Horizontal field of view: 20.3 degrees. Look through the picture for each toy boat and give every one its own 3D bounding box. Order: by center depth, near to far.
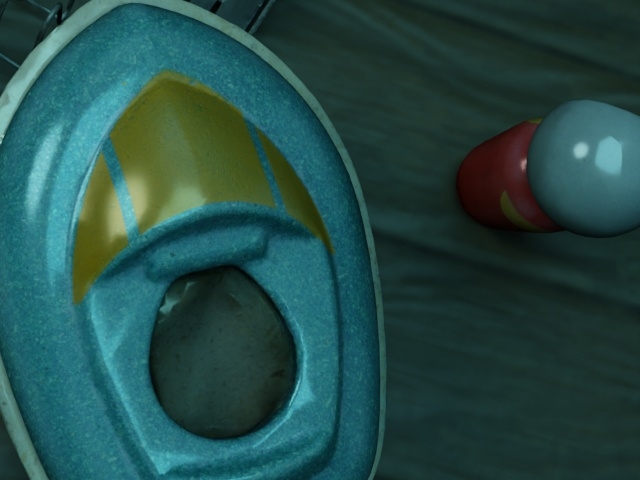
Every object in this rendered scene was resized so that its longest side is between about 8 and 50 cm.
[{"bbox_3d":[0.000,0.000,0.812,0.318,0.148,0.267,-17,94,-20],"label":"toy boat"}]

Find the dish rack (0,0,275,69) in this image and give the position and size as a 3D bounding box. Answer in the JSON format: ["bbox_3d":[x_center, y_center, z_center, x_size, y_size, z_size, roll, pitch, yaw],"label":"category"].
[{"bbox_3d":[-0.139,-0.187,0.875,0.271,0.074,0.208,32,74,-5],"label":"dish rack"}]
